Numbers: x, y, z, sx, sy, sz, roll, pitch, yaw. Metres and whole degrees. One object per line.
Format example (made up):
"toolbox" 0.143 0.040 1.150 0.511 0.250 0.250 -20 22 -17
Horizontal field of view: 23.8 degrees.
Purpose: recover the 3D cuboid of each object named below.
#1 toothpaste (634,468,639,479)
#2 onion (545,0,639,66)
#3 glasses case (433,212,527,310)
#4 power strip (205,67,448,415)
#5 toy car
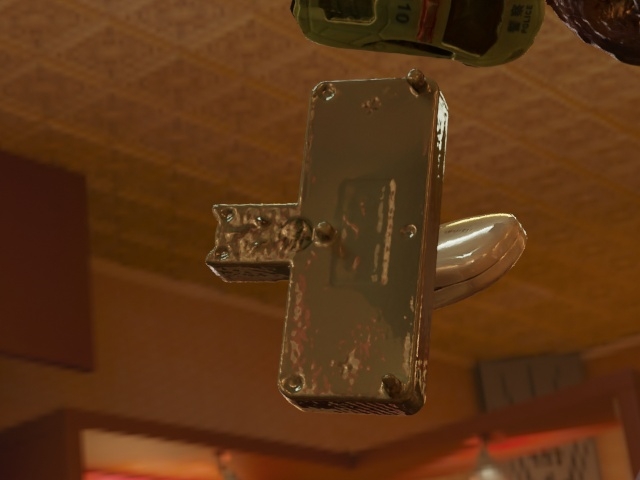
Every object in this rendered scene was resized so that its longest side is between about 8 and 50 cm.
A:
"toothpaste" 0.285 0.234 1.220 0.125 0.371 0.080 42 -34 -13
"onion" 0.321 -0.314 1.339 0.282 0.337 0.260 -43 -39 -12
"glasses case" 0.080 0.024 1.183 0.193 0.074 0.049 -20 -67 49
"power strip" 0.000 0.000 0.954 0.145 0.215 0.061 -2 -22 18
"toy car" 0.073 -0.173 1.088 0.186 0.058 0.093 7 -67 -7
